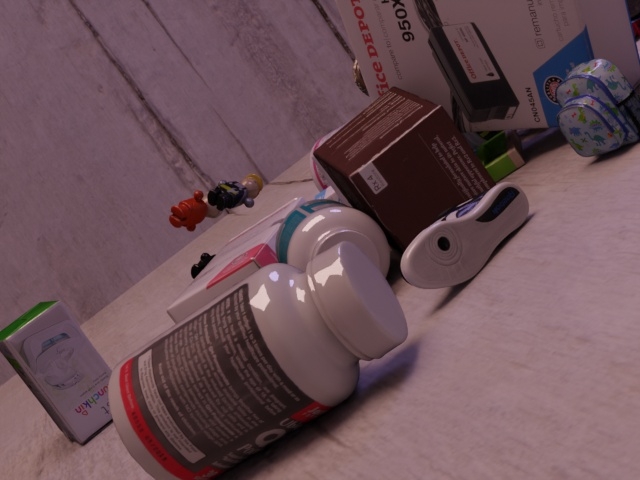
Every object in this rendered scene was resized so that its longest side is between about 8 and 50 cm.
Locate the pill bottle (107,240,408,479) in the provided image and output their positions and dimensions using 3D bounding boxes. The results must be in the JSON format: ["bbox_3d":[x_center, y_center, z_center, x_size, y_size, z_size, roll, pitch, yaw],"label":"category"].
[{"bbox_3d":[-0.068,0.136,1.288,0.319,0.176,0.176,-33,10,18],"label":"pill bottle"}]

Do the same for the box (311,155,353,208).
[{"bbox_3d":[0.080,-0.113,1.892,0.038,0.145,0.186,-40,10,-30],"label":"box"}]

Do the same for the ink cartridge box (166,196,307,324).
[{"bbox_3d":[-0.114,0.060,2.009,0.207,0.117,0.283,-32,11,27],"label":"ink cartridge box"}]

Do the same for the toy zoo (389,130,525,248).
[{"bbox_3d":[0.195,-0.077,1.845,0.293,0.030,0.192,-34,10,15],"label":"toy zoo"}]

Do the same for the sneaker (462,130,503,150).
[{"bbox_3d":[0.297,-0.271,2.096,0.147,0.145,0.384,-28,11,37],"label":"sneaker"}]

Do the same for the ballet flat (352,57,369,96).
[{"bbox_3d":[0.244,-0.382,2.071,0.483,0.164,0.182,-43,-8,-16],"label":"ballet flat"}]

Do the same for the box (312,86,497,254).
[{"bbox_3d":[0.122,-0.102,1.685,0.167,0.168,0.203,-39,22,-4],"label":"box"}]

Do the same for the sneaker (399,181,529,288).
[{"bbox_3d":[0.160,0.009,1.438,0.217,0.079,0.121,-32,2,-33],"label":"sneaker"}]

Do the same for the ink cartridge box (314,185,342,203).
[{"bbox_3d":[0.070,-0.076,2.099,0.143,0.092,0.090,-34,10,13],"label":"ink cartridge box"}]

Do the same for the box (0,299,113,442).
[{"bbox_3d":[-0.479,0.238,2.095,0.127,0.231,0.262,-38,9,-19],"label":"box"}]

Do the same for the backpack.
[{"bbox_3d":[0.355,-0.168,1.462,0.084,0.114,0.105,-40,11,-25],"label":"backpack"}]

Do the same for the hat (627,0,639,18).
[{"bbox_3d":[0.642,-0.522,2.037,0.331,0.134,0.331,-30,8,5],"label":"hat"}]

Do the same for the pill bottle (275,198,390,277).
[{"bbox_3d":[0.017,0.019,1.654,0.146,0.146,0.264,-36,9,-2],"label":"pill bottle"}]

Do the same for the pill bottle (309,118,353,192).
[{"bbox_3d":[0.126,-0.179,2.201,0.283,0.160,0.160,-27,13,43],"label":"pill bottle"}]

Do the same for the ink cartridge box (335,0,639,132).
[{"bbox_3d":[0.246,-0.320,1.721,0.395,0.285,0.166,0,32,39],"label":"ink cartridge box"}]

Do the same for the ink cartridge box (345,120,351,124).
[{"bbox_3d":[0.176,-0.267,2.415,0.307,0.072,0.304,-8,-14,-47],"label":"ink cartridge box"}]

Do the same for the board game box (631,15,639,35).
[{"bbox_3d":[0.560,-0.384,2.054,0.169,0.033,0.133,-28,9,4],"label":"board game box"}]

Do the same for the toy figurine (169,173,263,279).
[{"bbox_3d":[-0.197,-0.024,2.474,0.210,0.213,0.148,-24,-1,41],"label":"toy figurine"}]
